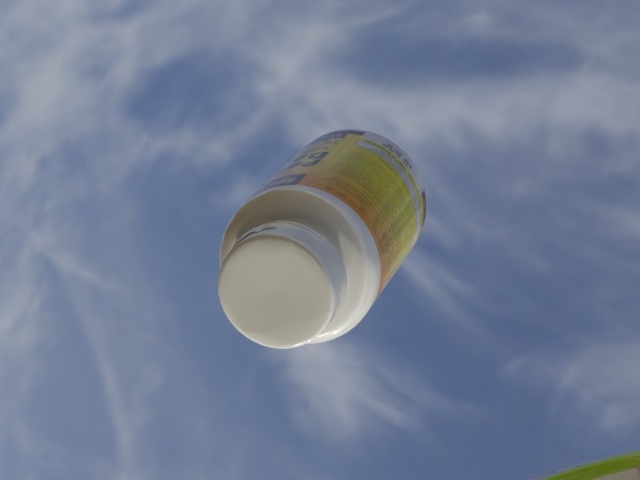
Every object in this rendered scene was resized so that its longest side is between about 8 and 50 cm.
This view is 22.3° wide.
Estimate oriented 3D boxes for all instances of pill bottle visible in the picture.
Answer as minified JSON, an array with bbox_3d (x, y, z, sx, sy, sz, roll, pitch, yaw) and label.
[{"bbox_3d":[0.000,0.000,1.182,0.117,0.215,0.117,6,-69,15],"label":"pill bottle"}]

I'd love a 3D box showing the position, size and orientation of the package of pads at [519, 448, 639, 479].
[{"bbox_3d":[0.311,0.238,1.493,0.229,0.296,0.101,79,-4,-82],"label":"package of pads"}]
